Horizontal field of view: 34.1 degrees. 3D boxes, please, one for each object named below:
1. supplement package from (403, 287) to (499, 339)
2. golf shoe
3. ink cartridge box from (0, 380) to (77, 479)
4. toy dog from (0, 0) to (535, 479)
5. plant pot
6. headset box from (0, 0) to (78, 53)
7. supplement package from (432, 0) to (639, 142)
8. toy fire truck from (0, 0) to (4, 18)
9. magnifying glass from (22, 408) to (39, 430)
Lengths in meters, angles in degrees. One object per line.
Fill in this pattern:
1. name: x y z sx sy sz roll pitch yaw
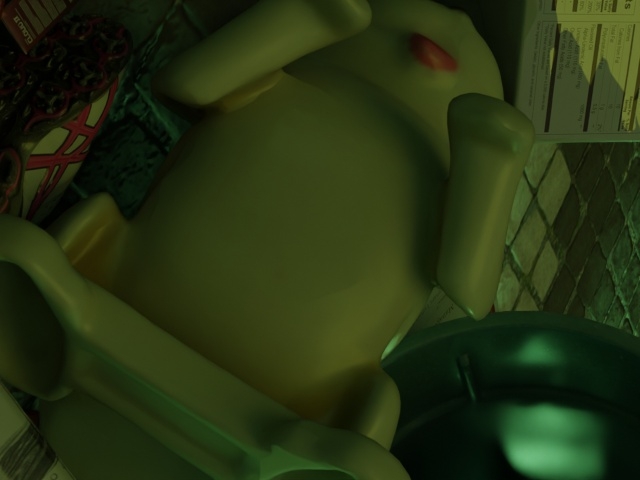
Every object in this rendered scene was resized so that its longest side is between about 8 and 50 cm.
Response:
1. supplement package: 0.057 0.101 0.963 0.194 0.149 0.203 -45 136 -34
2. golf shoe: -0.180 -0.062 0.649 0.186 0.067 0.086 -56 167 -23
3. ink cartridge box: -0.201 0.162 0.445 0.197 0.114 0.273 -46 117 -38
4. toy dog: 0.000 0.000 0.722 0.408 0.284 0.395 -56 169 -32
5. plant pot: 0.163 0.285 0.812 0.341 0.341 0.334 -57 149 -24
6. headset box: -0.177 -0.144 0.609 0.083 0.062 0.032 -56 141 -26
7. supplement package: 0.194 -0.213 0.910 0.145 0.262 0.204 -2 110 -11
8. toy fire truck: -0.284 -0.111 0.383 0.302 0.169 0.254 -52 122 -15
9. magnifying glass: -0.209 0.231 0.712 0.026 0.092 0.231 -51 144 -85
